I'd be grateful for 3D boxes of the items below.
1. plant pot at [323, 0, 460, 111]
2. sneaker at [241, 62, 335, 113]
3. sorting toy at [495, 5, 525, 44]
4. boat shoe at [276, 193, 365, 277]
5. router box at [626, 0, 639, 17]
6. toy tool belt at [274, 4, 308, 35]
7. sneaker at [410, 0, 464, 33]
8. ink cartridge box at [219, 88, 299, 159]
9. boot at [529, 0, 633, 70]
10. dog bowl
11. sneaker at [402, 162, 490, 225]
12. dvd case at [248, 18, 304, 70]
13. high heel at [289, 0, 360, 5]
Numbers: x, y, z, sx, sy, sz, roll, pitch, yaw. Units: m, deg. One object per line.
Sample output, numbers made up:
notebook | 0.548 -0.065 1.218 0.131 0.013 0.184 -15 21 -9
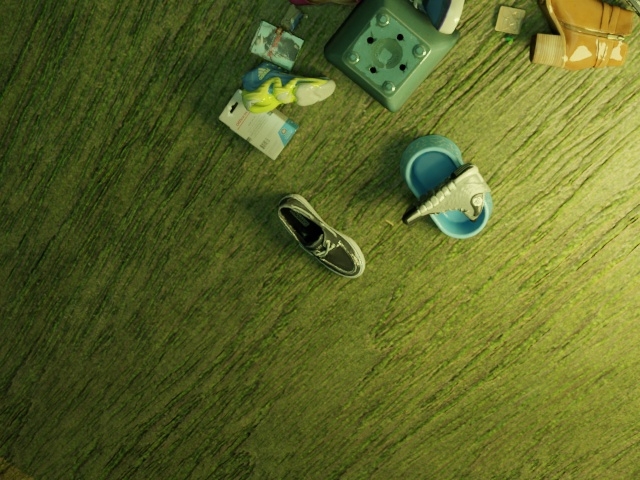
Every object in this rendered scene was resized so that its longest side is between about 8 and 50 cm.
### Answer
plant pot | 0.158 -0.444 1.660 0.247 0.252 0.248 38 112 -8
sneaker | -0.087 -0.401 1.796 0.240 0.091 0.126 -13 71 -16
sorting toy | 0.450 -0.514 1.720 0.062 0.012 0.083 11 109 -1
boat shoe | 0.000 0.000 1.935 0.108 0.102 0.301 -39 101 20
router box | 0.740 -0.604 1.625 0.133 0.046 0.179 -41 100 20
toy tool belt | -0.070 -0.532 1.764 0.051 0.052 0.083 31 93 -11
sneaker | 0.179 -0.599 1.574 0.237 0.322 0.130 5 155 -11
ink cartridge box | -0.159 -0.306 1.861 0.180 0.060 0.104 37 112 -7
boot | 0.610 -0.532 1.642 0.220 0.109 0.283 4 104 1
dog bowl | 0.325 -0.131 1.854 0.166 0.074 0.297 -33 103 19
sneaker | 0.325 -0.078 1.791 0.229 0.086 0.132 -38 104 18
dvd case | -0.111 -0.491 1.808 0.120 0.013 0.087 26 112 -2
high heel | 0.010 -0.568 1.671 0.244 0.117 0.082 -1 148 33
